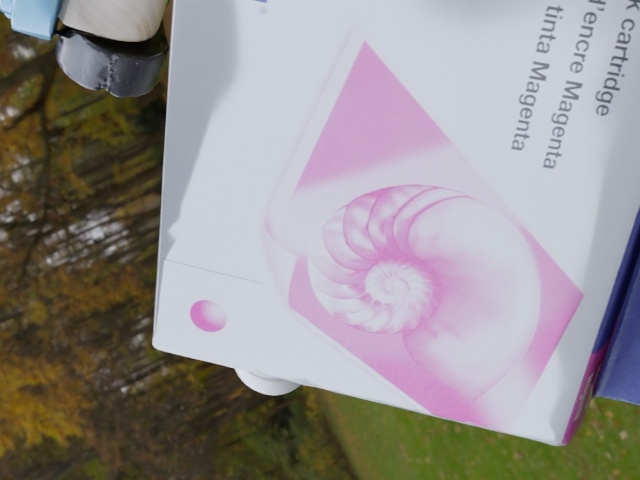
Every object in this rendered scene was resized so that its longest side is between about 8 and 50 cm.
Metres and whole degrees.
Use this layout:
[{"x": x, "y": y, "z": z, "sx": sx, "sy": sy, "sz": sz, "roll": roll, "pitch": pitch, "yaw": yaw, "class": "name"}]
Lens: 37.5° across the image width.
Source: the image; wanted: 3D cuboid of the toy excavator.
[{"x": -0.331, "y": -0.397, "z": 0.931, "sx": 0.433, "sy": 0.445, "sz": 0.222, "roll": -93, "pitch": 25, "yaw": -44, "class": "toy excavator"}]

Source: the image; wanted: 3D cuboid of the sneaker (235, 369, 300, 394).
[{"x": 0.000, "y": 0.000, "z": 0.941, "sx": 0.108, "sy": 0.292, "sz": 0.169, "roll": 23, "pitch": 144, "yaw": 8, "class": "sneaker"}]

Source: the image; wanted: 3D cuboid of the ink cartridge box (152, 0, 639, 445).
[{"x": 0.087, "y": -0.054, "z": 0.468, "sx": 0.071, "sy": 0.330, "sz": 0.324, "roll": -65, "pitch": -15, "yaw": -61, "class": "ink cartridge box"}]
